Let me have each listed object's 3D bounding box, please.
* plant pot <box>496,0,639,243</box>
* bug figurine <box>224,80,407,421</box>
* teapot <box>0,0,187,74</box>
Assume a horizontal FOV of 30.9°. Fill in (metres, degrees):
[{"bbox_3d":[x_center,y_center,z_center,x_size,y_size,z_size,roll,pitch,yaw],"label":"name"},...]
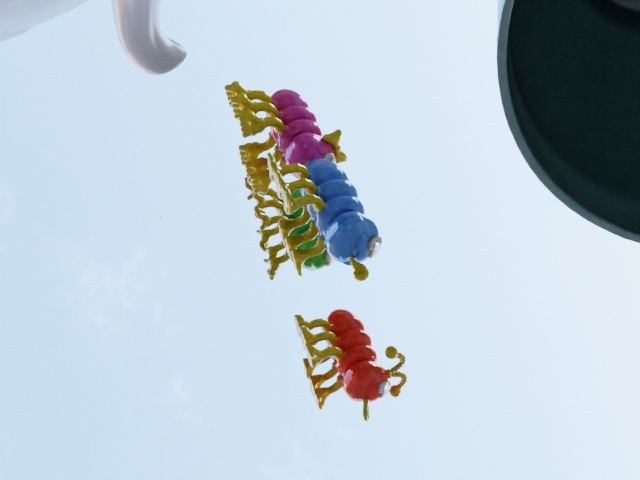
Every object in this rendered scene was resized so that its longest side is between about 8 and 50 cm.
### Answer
[{"bbox_3d":[0.239,-0.166,0.684,0.293,0.196,0.293,0,-52,0],"label":"plant pot"},{"bbox_3d":[0.000,0.000,0.869,0.072,0.279,0.216,-19,-125,-8],"label":"bug figurine"},{"bbox_3d":[-0.214,-0.195,0.624,0.256,0.252,0.187,42,-53,13],"label":"teapot"}]
